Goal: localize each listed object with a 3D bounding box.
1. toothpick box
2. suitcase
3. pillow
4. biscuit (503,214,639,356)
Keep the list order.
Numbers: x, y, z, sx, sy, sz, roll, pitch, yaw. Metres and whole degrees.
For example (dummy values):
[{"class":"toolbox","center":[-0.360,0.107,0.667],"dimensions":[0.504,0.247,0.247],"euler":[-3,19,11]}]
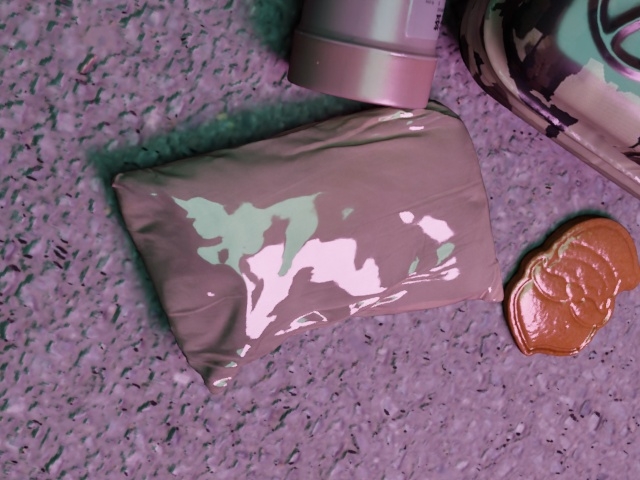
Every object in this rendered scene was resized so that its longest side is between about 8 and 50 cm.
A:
[{"class":"toothpick box","center":[0.038,-0.170,0.848],"dimensions":[0.098,0.098,0.149],"euler":[5,103,-25]},{"class":"suitcase","center":[0.256,-0.217,0.882],"dimensions":[0.339,0.194,0.352],"euler":[31,91,-14]},{"class":"pillow","center":[0.000,0.000,0.904],"dimensions":[0.270,0.067,0.173],"euler":[-18,107,-18]},{"class":"biscuit","center":[0.203,0.039,1.032],"dimensions":[0.130,0.019,0.102],"euler":[-44,117,-5]}]
